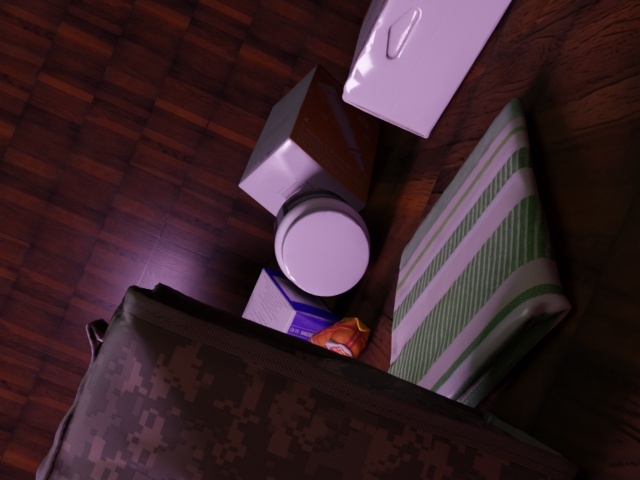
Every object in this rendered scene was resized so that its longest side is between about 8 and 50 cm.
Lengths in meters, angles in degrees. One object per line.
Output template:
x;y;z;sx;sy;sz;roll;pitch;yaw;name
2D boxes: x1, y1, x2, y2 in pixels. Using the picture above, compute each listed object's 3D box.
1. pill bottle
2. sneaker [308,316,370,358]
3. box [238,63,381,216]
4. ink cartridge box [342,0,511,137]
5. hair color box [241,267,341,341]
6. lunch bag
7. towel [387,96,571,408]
0.000;0.000;1.200;0.283;0.161;0.161;-114;48;-80;pill bottle
0.031;0.145;0.994;0.067;0.064;0.175;-48;7;-17;sneaker
-0.010;-0.194;1.518;0.168;0.215;0.345;-37;24;33;box
0.177;-0.391;1.145;0.385;0.160;0.279;-76;12;-52;ink cartridge box
-0.097;0.241;1.187;0.339;0.110;0.185;-64;27;10;hair color box
-0.036;0.179;0.429;0.169;0.287;0.235;173;119;-81;lunch bag
0.134;0.032;0.654;0.248;0.038;0.325;-60;8;34;towel
